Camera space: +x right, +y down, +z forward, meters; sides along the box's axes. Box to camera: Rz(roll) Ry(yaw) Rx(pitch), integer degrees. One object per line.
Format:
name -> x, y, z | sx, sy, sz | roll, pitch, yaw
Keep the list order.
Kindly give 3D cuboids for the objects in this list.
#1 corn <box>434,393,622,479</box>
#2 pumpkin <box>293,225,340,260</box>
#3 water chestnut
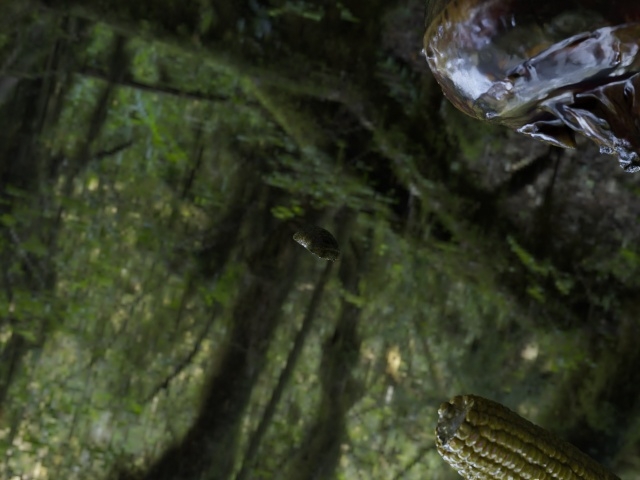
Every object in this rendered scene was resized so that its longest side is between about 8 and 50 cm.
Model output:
corn -> 0.197, 0.208, 0.933 | 0.238, 0.080, 0.080 | 35, 171, -20
pumpkin -> 0.000, -0.001, 1.423 | 0.050, 0.028, 0.083 | 8, -157, -38
water chestnut -> 0.246, -0.197, 1.048 | 0.300, 0.300, 0.300 | 13, 179, 0
